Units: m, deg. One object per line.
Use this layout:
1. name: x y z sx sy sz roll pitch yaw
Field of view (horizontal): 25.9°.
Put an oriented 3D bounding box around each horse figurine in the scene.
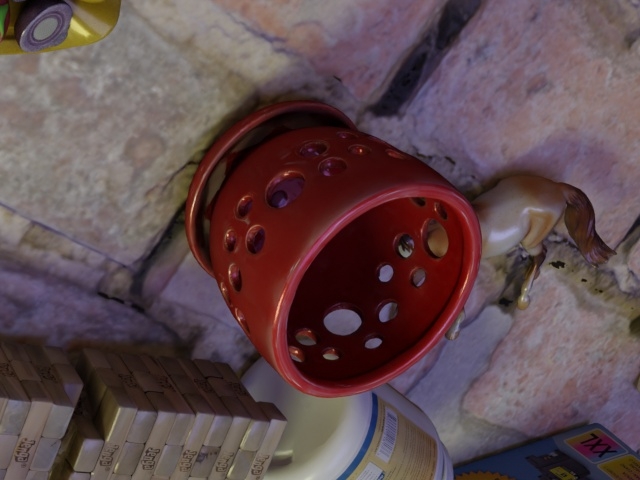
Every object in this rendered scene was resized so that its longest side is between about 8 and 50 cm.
1. horse figurine: 0.162 0.004 1.288 0.263 0.066 0.174 -19 136 -25

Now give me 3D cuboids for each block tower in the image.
1. block tower: -0.196 0.137 1.048 0.335 0.097 0.091 11 111 -34

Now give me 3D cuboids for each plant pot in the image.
1. plant pot: 0.000 0.000 1.073 0.191 0.174 0.191 -21 130 -27

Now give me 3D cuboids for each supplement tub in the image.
1. supplement tub: 0.021 0.188 1.246 0.144 0.144 0.199 -49 137 0

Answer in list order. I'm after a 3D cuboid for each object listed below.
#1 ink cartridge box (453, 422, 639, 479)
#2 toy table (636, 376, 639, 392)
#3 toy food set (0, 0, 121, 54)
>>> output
1. ink cartridge box: 0.216 0.358 1.431 0.395 0.270 0.151 -13 125 -32
2. toy table: 0.482 0.133 1.525 0.274 0.252 0.161 19 90 -32
3. toy food set: -0.206 -0.163 0.867 0.218 0.071 0.128 -9 124 -34
